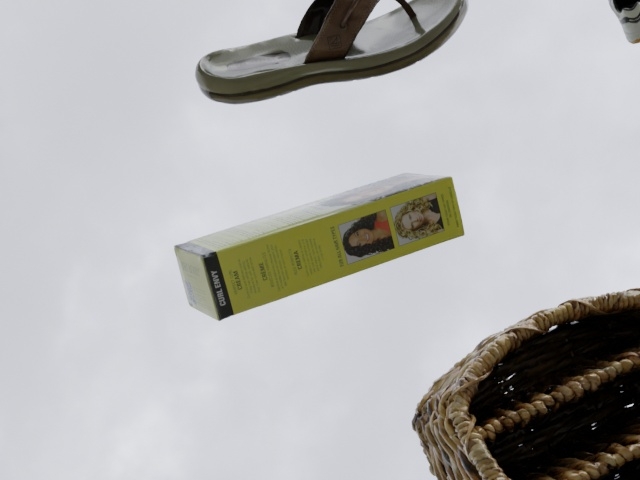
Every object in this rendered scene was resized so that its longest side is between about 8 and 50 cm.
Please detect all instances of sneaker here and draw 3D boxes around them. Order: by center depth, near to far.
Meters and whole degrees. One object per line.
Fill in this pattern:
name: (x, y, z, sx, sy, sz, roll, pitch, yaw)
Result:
sneaker: (0.243, -0.191, 0.839, 0.032, 0.037, 0.083, -25, -142, 16)

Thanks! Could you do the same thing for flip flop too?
flip flop: (0.010, -0.205, 1.031, 0.277, 0.112, 0.080, -14, -60, -2)

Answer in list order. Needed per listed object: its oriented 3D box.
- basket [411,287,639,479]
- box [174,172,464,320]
basket: (0.261, 0.158, 0.988, 0.299, 0.223, 0.213, -20, -96, -16)
box: (0.000, 0.000, 0.905, 0.232, 0.087, 0.058, -19, -77, -21)
